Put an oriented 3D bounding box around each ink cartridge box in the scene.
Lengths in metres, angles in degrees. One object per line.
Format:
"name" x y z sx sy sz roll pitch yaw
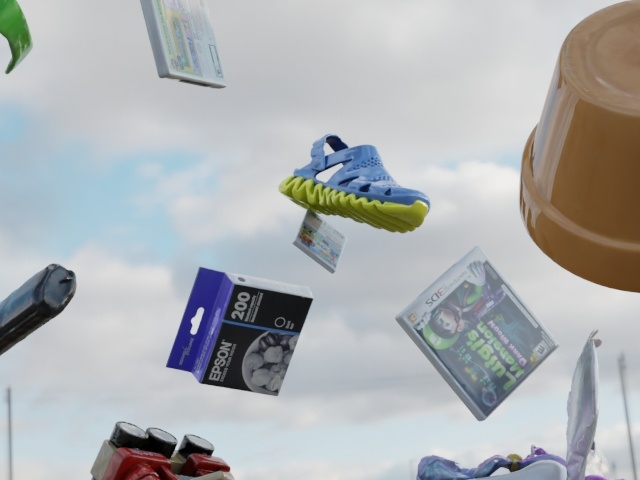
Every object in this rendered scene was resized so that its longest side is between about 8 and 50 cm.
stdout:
"ink cartridge box" -0.140 0.160 2.101 0.208 0.206 0.045 12 21 -21

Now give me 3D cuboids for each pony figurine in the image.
"pony figurine" 0.306 0.337 1.595 0.364 0.351 0.302 -12 -53 10

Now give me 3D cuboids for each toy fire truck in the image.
"toy fire truck" -0.209 0.382 1.899 0.217 0.158 0.246 21 7 -42

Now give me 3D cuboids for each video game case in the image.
"video game case" 0.000 0.000 2.064 0.087 0.122 0.011 38 -62 -9
"video game case" 0.224 0.129 1.718 0.173 0.190 0.022 -40 1 -25
"video game case" -0.221 -0.345 1.880 0.023 0.212 0.193 -16 -5 22

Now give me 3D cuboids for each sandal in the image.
"sandal" 0.062 -0.102 2.031 0.317 0.138 0.126 19 -10 44

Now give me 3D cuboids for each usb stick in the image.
"usb stick" -0.372 0.109 1.373 0.045 0.077 0.278 41 -52 -22

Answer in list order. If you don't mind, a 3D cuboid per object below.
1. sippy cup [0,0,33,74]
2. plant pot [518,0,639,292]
"sippy cup" -0.599 -0.385 1.875 0.240 0.305 0.224 -16 -12 -24
"plant pot" 0.350 -0.116 1.270 0.291 0.290 0.203 -6 -45 7
